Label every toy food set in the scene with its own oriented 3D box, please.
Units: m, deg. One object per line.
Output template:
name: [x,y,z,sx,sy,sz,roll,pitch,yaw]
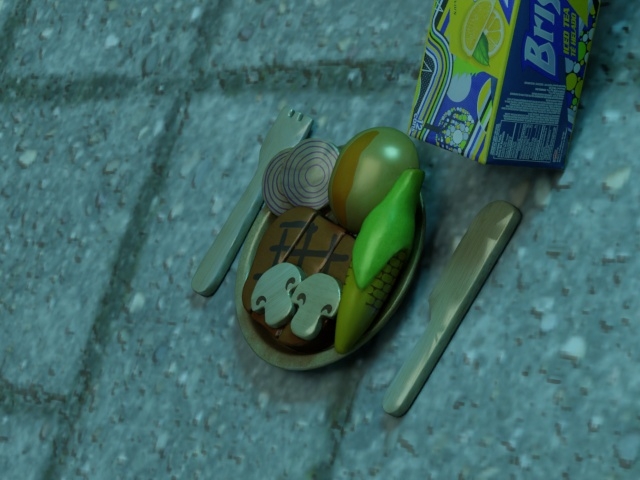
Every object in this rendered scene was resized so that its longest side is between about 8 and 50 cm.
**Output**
toy food set: [0.000,0.000,0.982,0.192,0.038,0.132,26,87,49]

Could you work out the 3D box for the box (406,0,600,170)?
box: [0.093,-0.121,0.907,0.059,0.054,0.168,25,108,49]
